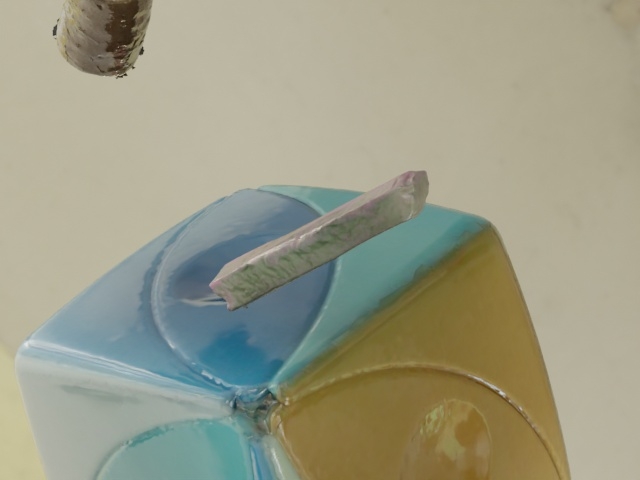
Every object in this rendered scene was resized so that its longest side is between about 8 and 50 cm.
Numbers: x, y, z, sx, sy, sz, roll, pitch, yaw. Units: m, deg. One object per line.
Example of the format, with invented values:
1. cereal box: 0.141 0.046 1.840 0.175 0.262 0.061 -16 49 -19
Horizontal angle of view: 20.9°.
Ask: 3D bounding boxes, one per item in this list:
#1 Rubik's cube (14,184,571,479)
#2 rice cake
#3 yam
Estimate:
1. Rubik's cube: -0.020 0.174 1.558 0.352 0.352 0.347 6 123 42
2. rice cake: 0.000 0.000 1.294 0.207 0.047 0.036 -27 111 37
3. yam: -0.186 -0.203 1.507 0.084 0.084 0.127 35 153 4
